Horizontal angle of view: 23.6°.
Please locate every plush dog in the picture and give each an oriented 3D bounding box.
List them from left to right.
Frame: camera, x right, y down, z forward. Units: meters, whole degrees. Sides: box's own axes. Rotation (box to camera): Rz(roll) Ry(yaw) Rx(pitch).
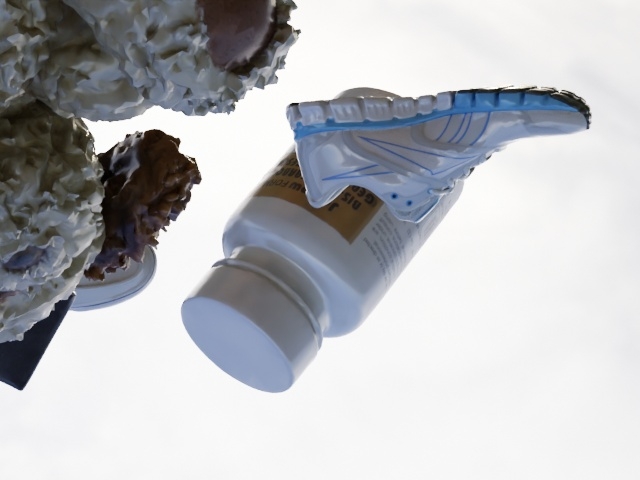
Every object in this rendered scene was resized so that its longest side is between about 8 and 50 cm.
[{"bbox_3d":[-0.162,-0.049,0.660,0.262,0.225,0.210,-22,-136,-31],"label":"plush dog"}]

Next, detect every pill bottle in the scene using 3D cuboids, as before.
[{"bbox_3d":[0.000,0.000,1.173,0.131,0.131,0.229,33,-120,11],"label":"pill bottle"}]

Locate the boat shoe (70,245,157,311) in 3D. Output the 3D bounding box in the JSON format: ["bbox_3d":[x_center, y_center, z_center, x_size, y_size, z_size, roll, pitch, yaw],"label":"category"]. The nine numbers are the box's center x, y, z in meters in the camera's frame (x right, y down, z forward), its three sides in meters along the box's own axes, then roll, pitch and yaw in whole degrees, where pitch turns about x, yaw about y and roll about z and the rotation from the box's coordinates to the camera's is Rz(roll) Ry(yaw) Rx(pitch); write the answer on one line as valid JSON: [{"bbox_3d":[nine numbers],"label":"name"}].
[{"bbox_3d":[-0.301,0.018,1.596,0.268,0.096,0.088,7,172,-11],"label":"boat shoe"}]

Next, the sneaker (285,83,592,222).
[{"bbox_3d":[0.075,-0.054,0.955,0.191,0.082,0.071,-4,-177,17],"label":"sneaker"}]

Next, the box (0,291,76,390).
[{"bbox_3d":[-0.288,0.031,1.231,0.158,0.093,0.156,28,-177,-14],"label":"box"}]
